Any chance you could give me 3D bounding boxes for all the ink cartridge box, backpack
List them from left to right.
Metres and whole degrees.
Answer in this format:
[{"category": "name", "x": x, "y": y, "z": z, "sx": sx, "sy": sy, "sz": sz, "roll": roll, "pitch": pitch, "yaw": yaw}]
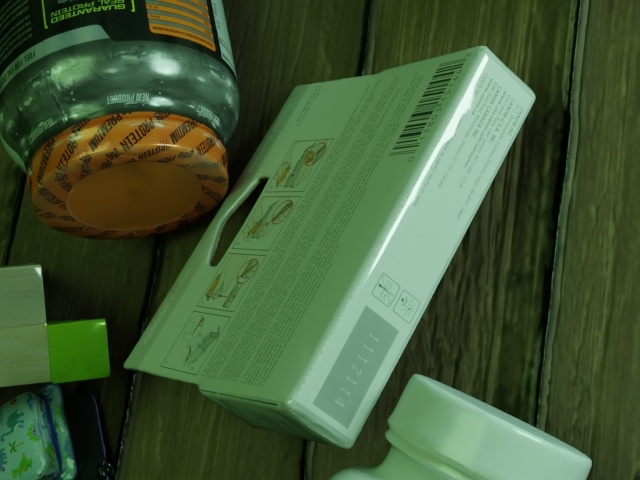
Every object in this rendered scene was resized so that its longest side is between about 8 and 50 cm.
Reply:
[{"category": "backpack", "x": -0.252, "y": 0.188, "z": 1.081, "sx": 0.114, "sy": 0.084, "sz": 0.105, "roll": -34, "pitch": 57, "yaw": 22}, {"category": "ink cartridge box", "x": 0.000, "y": 0.000, "z": 0.949, "sx": 0.261, "sy": 0.066, "sz": 0.296, "roll": 0, "pitch": 56, "yaw": 58}]

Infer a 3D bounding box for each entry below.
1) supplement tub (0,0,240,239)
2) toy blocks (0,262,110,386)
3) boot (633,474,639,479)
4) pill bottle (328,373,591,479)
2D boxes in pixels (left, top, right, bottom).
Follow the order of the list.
[{"category": "supplement tub", "x": -0.185, "y": -0.185, "z": 1.085, "sx": 0.207, "sy": 0.207, "sz": 0.338, "roll": -23, "pitch": 63, "yaw": 25}, {"category": "toy blocks", "x": -0.391, "y": 0.080, "z": 1.085, "sx": 0.261, "sy": 0.381, "sz": 0.191, "roll": 177, "pitch": 87, "yaw": -75}, {"category": "boot", "x": 0.276, "y": 0.187, "z": 0.731, "sx": 0.222, "sy": 0.118, "sz": 0.338, "roll": 28, "pitch": 86, "yaw": 41}, {"category": "pill bottle", "x": 0.052, "y": 0.257, "z": 0.808, "sx": 0.176, "sy": 0.176, "sz": 0.319, "roll": 24, "pitch": 88, "yaw": 36}]
